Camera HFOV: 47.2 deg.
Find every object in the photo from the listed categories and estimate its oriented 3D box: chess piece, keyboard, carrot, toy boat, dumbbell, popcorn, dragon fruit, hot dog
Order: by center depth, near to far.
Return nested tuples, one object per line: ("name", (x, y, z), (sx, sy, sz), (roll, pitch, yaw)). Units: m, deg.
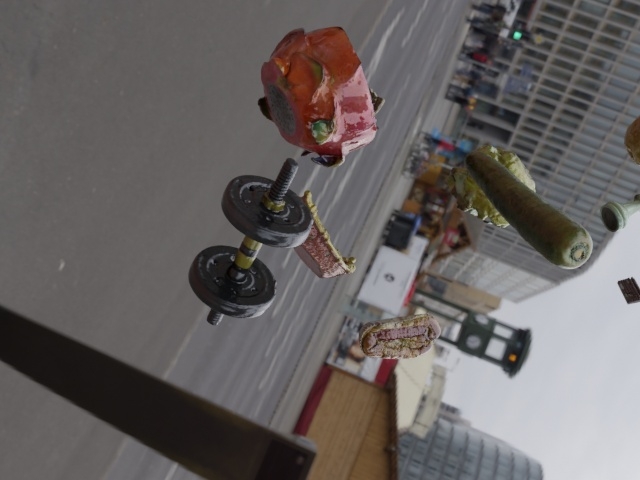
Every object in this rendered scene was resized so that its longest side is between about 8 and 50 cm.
("dumbbell", (-0.108, 0.011, 1.123), (0.326, 0.143, 0.143), (-61, 177, 31))
("carrot", (0.320, -0.065, 1.203), (0.359, 0.074, 0.074), (-121, -137, -55))
("chess piece", (0.612, -0.068, 1.404), (0.149, 0.059, 0.059), (-22, 158, -13))
("dragon fruit", (-0.014, -0.291, 1.516), (0.189, 0.291, 0.291), (-26, 160, -12))
("toy boat", (-0.003, 0.006, 1.607), (0.099, 0.141, 0.318), (-54, 146, -13))
("popcorn", (0.375, -0.121, 1.641), (0.198, 0.212, 0.198), (-6, 97, -61))
("hot dog", (0.212, 0.263, 1.994), (0.069, 0.252, 0.131), (30, -63, 60))
("keyboard", (0.908, 0.144, 2.138), (0.166, 0.055, 0.017), (-57, 131, -69))

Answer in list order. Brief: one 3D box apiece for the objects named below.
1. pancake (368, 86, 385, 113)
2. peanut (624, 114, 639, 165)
("pancake", (0.105, -0.456, 2.268), (0.020, 0.190, 0.184), (-52, 145, -75))
("peanut", (0.591, -0.133, 1.086), (0.319, 0.147, 0.148), (32, -77, 54))
